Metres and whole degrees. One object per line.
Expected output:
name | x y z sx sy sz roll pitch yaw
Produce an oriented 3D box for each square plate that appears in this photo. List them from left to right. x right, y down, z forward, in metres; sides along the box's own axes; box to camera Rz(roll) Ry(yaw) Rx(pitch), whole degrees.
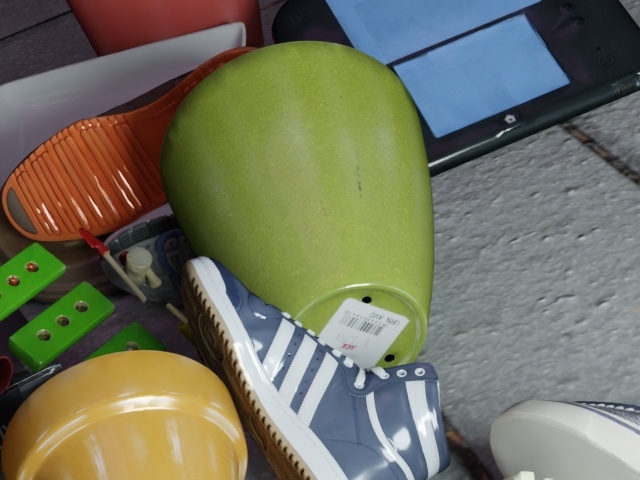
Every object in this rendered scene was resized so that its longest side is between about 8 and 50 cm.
square plate | -0.248 -0.102 2.212 0.344 0.049 0.347 -13 47 11

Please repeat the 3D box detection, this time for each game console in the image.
game console | 0.161 -0.234 2.154 0.386 0.060 0.342 -23 47 -6

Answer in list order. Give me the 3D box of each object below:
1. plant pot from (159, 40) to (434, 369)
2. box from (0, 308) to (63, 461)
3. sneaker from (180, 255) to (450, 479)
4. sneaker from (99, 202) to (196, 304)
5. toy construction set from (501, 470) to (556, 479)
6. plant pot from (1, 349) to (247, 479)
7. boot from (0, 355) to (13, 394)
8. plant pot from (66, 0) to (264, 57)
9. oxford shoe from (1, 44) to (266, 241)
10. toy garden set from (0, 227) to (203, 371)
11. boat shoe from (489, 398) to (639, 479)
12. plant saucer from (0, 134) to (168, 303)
plant pot | 0.000 0.000 1.757 0.274 0.275 0.293 -19 40 1
box | -0.410 0.154 1.901 0.242 0.077 0.307 -27 28 -14
sneaker | 0.001 0.112 1.577 0.153 0.099 0.282 -26 70 -19
sneaker | -0.100 -0.018 1.993 0.297 0.111 0.129 -17 25 -8
toy construction set | 0.058 0.269 1.305 0.327 0.151 0.215 -9 6 -19
plant pot | -0.145 0.227 1.492 0.205 0.205 0.188 -21 42 -4
boot | -0.375 0.107 1.792 0.176 0.088 0.244 -12 36 12
plant pot | -0.196 -0.304 2.417 0.275 0.243 0.275 -16 26 8
oxford shoe | -0.188 -0.106 2.043 0.363 0.130 0.133 -24 9 12
toy garden set | -0.201 0.089 1.805 0.244 0.049 0.204 37 50 16
boat shoe | 0.303 0.175 1.375 0.340 0.127 0.158 20 40 40
plant saucer | -0.267 -0.046 2.109 0.277 0.041 0.278 -13 47 14
